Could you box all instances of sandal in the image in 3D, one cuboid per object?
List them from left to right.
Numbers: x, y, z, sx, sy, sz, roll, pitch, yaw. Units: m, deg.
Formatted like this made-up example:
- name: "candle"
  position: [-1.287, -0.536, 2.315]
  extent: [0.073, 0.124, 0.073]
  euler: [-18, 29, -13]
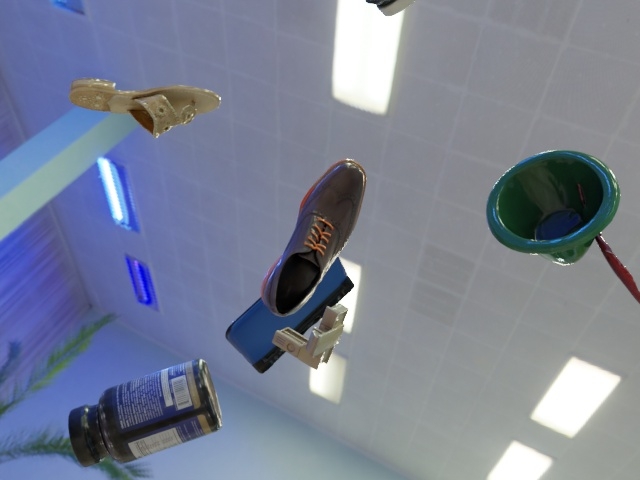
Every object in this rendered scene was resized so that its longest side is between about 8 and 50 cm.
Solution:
- name: "sandal"
  position: [-0.285, -0.204, 0.974]
  extent: [0.239, 0.079, 0.088]
  euler: [2, -21, -19]

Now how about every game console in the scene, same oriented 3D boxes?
- name: "game console"
  position: [-0.087, 0.130, 1.325]
  extent: [0.173, 0.293, 0.250]
  euler: [53, -13, -21]

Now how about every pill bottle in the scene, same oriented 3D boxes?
- name: "pill bottle"
  position: [-0.278, 0.280, 0.951]
  extent: [0.219, 0.123, 0.123]
  euler: [-16, -46, -9]

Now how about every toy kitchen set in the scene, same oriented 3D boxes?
- name: "toy kitchen set"
  position: [-0.020, 0.113, 0.751]
  extent: [0.075, 0.068, 0.083]
  euler: [27, -73, 23]

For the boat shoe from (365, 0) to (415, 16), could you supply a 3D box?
- name: "boat shoe"
  position: [0.130, -0.351, 0.621]
  extent: [0.079, 0.095, 0.254]
  euler: [27, -43, -32]

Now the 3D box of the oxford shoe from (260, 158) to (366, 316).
- name: "oxford shoe"
  position: [0.000, 0.000, 0.914]
  extent: [0.096, 0.272, 0.098]
  euler: [26, 1, -11]

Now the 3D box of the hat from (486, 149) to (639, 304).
- name: "hat"
  position: [0.351, 0.004, 0.844]
  extent: [0.172, 0.209, 0.183]
  euler: [-22, -47, 21]
